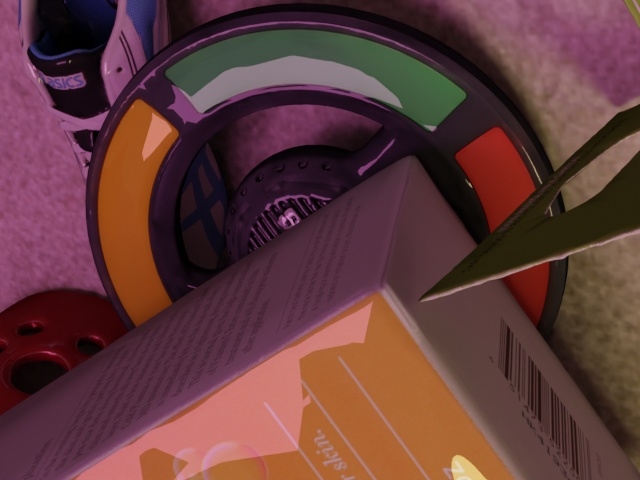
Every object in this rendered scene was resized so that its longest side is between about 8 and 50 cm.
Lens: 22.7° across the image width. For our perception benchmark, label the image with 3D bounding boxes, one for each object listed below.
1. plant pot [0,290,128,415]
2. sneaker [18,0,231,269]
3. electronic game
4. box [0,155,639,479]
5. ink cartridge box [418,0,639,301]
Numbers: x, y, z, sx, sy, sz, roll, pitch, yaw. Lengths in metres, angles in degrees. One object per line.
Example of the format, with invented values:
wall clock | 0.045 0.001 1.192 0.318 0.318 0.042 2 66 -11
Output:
plant pot | -0.169 0.146 0.899 0.191 0.174 0.191 16 121 28
sneaker | -0.105 -0.067 0.789 0.085 0.086 0.237 5 119 31
electronic game | 0.000 0.000 0.741 0.229 0.048 0.229 7 119 12
box | -0.047 0.158 0.684 0.345 0.168 0.215 -33 102 17
ink cartridge box | 0.145 -0.089 0.526 0.255 0.189 0.097 -23 101 42
